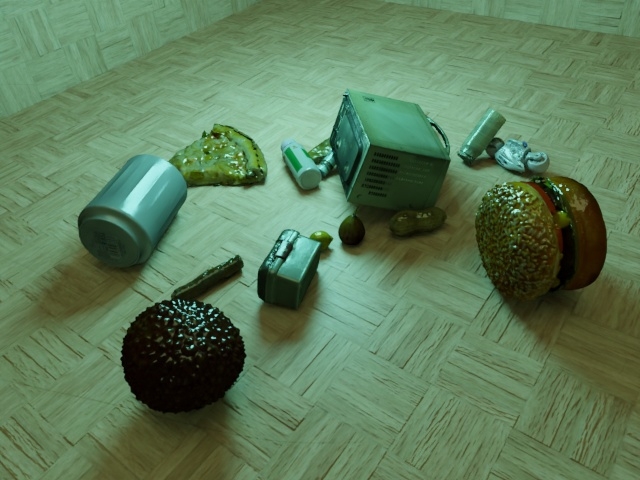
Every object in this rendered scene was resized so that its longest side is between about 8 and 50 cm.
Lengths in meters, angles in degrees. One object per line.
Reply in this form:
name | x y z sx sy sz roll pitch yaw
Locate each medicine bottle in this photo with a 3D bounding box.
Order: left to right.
medicine bottle | -0.080 -0.293 1.953 0.095 0.095 0.260 -17 44 -13
medicine bottle | 0.058 -0.320 1.961 0.051 0.051 0.191 27 69 32

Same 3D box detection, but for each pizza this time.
pizza | -0.402 -0.351 2.071 0.435 0.080 0.392 0 41 5

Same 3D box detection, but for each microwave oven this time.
microwave oven | 0.222 -0.292 1.764 0.333 0.247 0.394 7 39 -15

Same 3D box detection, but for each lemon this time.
lemon | 0.000 0.000 1.633 0.083 0.062 0.062 -8 41 -9

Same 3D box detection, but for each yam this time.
yam | -0.332 0.114 1.548 0.241 0.057 0.057 -32 47 -25

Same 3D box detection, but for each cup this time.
cup | -0.633 -0.082 1.699 0.323 0.237 0.327 -20 33 30

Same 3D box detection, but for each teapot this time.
teapot | 0.581 -0.381 1.927 0.200 0.077 0.107 -54 13 3

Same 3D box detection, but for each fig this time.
fig | 0.099 -0.049 1.629 0.089 0.125 0.089 0 38 0

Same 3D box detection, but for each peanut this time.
peanut | 0.308 -0.063 1.658 0.192 0.089 0.089 -7 41 -8

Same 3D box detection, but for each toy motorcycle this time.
toy motorcycle | 0.694 -0.300 1.878 0.112 0.112 0.254 -30 41 -25

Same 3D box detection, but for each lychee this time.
lychee | -0.316 0.262 1.212 0.275 0.276 0.304 -36 21 -30

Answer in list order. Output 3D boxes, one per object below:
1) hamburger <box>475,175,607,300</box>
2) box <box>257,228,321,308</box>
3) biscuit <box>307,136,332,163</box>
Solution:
hamburger | 0.564 -0.008 1.381 0.250 0.330 0.330 -9 41 -1
box | -0.087 0.082 1.492 0.129 0.148 0.210 18 45 9
biscuit | 0.056 -0.339 2.032 0.183 0.039 0.174 23 47 30
